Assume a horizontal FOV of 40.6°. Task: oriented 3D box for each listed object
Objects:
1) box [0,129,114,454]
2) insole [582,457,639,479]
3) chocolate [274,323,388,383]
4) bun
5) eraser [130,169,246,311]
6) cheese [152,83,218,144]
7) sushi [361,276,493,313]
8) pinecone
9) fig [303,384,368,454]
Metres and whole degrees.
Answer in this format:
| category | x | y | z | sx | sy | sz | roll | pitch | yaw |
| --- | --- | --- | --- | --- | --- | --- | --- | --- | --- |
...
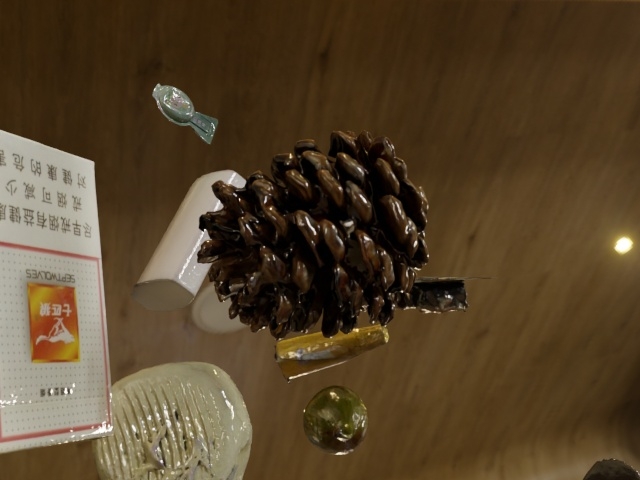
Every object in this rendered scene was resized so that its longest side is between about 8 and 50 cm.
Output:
| category | x | y | z | sx | sy | sz | roll | pitch | yaw |
| --- | --- | --- | --- | --- | --- | --- | --- | --- | --- |
| box | -0.327 | 0.059 | 0.932 | 0.095 | 0.330 | 0.210 | -11 | -10 | 19 |
| insole | 0.360 | 0.446 | 1.149 | 0.007 | 0.111 | 0.328 | 3 | -75 | -47 |
| chocolate | 0.024 | 0.205 | 1.680 | 0.219 | 0.086 | 0.086 | -18 | -36 | 10 |
| bun | -0.235 | 0.330 | 1.407 | 0.272 | 0.273 | 0.168 | -26 | -20 | -2 |
| eraser | -0.250 | 0.000 | 1.668 | 0.095 | 0.270 | 0.174 | 40 | -36 | -26 |
| cheese | -0.217 | -0.205 | 1.378 | 0.120 | 0.067 | 0.026 | 35 | -43 | -27 |
| sushi | 0.111 | 0.095 | 1.472 | 0.292 | 0.059 | 0.294 | -1 | -1 | -20 |
| pinecone | 0.000 | 0.000 | 0.949 | 0.272 | 0.224 | 0.224 | -24 | -36 | -21 |
| fig | 0.036 | 0.326 | 1.527 | 0.124 | 0.124 | 0.236 | -22 | -1 | -8 |
